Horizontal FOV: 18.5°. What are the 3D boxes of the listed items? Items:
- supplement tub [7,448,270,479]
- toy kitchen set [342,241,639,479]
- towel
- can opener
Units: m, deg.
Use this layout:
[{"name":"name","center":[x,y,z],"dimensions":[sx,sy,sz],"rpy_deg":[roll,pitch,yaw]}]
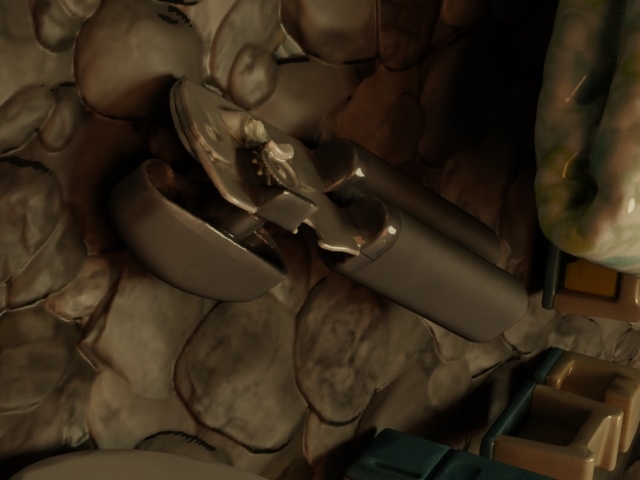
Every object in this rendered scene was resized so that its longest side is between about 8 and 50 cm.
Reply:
[{"name":"supplement tub","center":[-0.091,0.255,0.917],"dimensions":[0.191,0.191,0.272],"rpy_deg":[-7,115,-47]},{"name":"toy kitchen set","center":[0.111,0.067,1.139],"dimensions":[0.207,0.122,0.166],"rpy_deg":[-41,140,-57]},{"name":"towel","center":[0.247,-0.152,1.115],"dimensions":[0.320,0.090,0.374],"rpy_deg":[14,86,-50]},{"name":"can opener","center":[0.000,0.000,0.999],"dimensions":[0.095,0.076,0.283],"rpy_deg":[-37,146,18]}]
